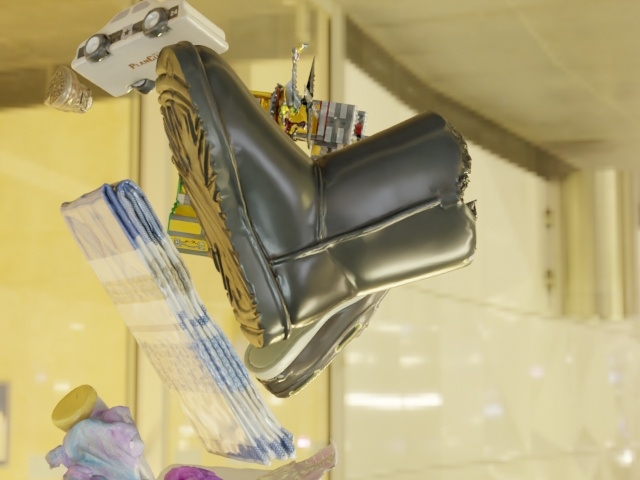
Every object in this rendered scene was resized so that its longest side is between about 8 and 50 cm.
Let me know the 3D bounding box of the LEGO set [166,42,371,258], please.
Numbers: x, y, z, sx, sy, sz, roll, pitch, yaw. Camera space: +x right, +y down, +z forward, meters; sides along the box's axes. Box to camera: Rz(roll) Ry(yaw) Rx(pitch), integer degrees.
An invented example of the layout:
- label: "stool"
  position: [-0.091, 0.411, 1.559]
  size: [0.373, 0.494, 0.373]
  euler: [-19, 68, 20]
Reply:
- label: "LEGO set"
  position: [-0.039, -0.072, 1.728]
  size: [0.192, 0.255, 0.331]
  euler: [8, 173, 10]

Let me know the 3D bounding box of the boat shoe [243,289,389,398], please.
- label: "boat shoe"
  position: [0.015, 0.083, 1.673]
  size: [0.081, 0.227, 0.069]
  euler: [40, 170, 50]

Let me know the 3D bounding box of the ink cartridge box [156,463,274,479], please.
- label: "ink cartridge box"
  position: [-0.051, 0.396, 1.638]
  size: [0.223, 0.129, 0.307]
  euler: [-7, 130, 48]

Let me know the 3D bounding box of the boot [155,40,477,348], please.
- label: "boot"
  position: [0.003, -0.062, 1.134]
  size: [0.207, 0.247, 0.094]
  euler: [-24, -167, -20]

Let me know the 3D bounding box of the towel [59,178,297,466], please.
- label: "towel"
  position: [-0.132, 0.076, 1.325]
  size: [0.034, 0.285, 0.209]
  euler: [-34, -172, -21]

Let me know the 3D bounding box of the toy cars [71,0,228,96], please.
- label: "toy cars"
  position: [-0.179, -0.292, 1.681]
  size: [0.176, 0.087, 0.394]
  euler: [8, 152, -10]

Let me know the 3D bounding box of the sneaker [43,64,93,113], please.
- label: "sneaker"
  position: [-0.386, -0.232, 2.325]
  size: [0.071, 0.066, 0.188]
  euler: [16, -179, -17]

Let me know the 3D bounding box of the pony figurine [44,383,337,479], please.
- label: "pony figurine"
  position: [-0.146, 0.301, 1.316]
  size: [0.351, 0.363, 0.303]
  euler: [-33, -150, 11]
